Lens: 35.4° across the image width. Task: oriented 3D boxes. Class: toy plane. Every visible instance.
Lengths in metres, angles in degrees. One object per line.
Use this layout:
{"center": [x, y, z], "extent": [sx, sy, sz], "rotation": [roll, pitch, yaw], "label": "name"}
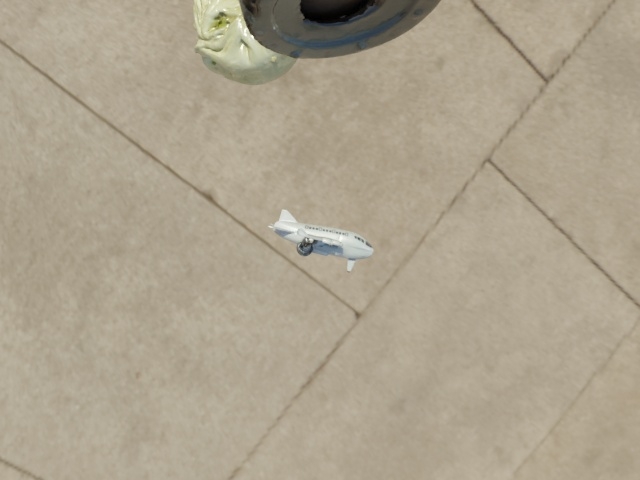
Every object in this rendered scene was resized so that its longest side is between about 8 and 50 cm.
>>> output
{"center": [0.000, 0.000, 1.610], "extent": [0.171, 0.162, 0.065], "rotation": [23, 94, -1], "label": "toy plane"}

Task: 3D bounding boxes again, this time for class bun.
{"center": [-0.142, -0.393, 1.821], "extent": [0.145, 0.229, 0.229], "rotation": [-11, 115, -52], "label": "bun"}

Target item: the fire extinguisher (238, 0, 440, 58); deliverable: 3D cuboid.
{"center": [-0.044, -0.297, 0.548], "extent": [0.113, 0.376, 0.200], "rotation": [-23, 157, 19], "label": "fire extinguisher"}
